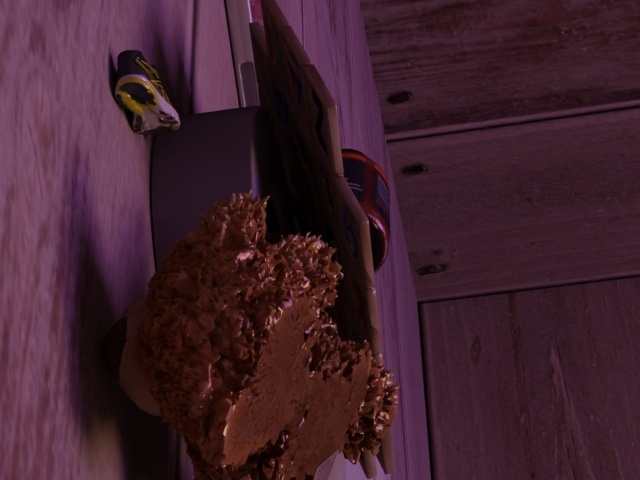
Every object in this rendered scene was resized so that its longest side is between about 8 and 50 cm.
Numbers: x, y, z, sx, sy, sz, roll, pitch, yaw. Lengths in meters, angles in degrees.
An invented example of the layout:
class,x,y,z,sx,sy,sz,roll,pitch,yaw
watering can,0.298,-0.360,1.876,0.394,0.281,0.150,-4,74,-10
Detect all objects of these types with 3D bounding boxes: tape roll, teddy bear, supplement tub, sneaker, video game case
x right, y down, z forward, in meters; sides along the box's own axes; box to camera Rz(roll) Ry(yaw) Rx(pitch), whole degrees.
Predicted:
class,x,y,z,sx,sy,sz,roll,pitch,yaw
tape roll,-0.062,0.015,1.274,0.219,0.072,0.219,-8,90,-83
teddy bear,-0.042,0.101,1.078,0.338,0.113,0.245,20,86,-70
supplement tub,0.028,-0.035,2.027,0.198,0.106,0.106,-84,165,-63
sneaker,-0.110,-0.095,1.141,0.083,0.031,0.035,68,15,-68
video game case,-0.051,-0.113,1.758,0.204,0.025,0.285,-56,138,-81

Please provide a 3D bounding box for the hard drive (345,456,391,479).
class,x,y,z,sx,sy,sz,roll,pitch,yaw
hard drive,0.020,0.237,1.762,0.318,0.040,0.210,-69,151,-65

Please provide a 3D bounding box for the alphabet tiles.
class,x,y,z,sx,sy,sz,roll,pitch,yaw
alphabet tiles,0.000,0.000,1.324,0.285,0.011,0.342,-118,-163,-52
